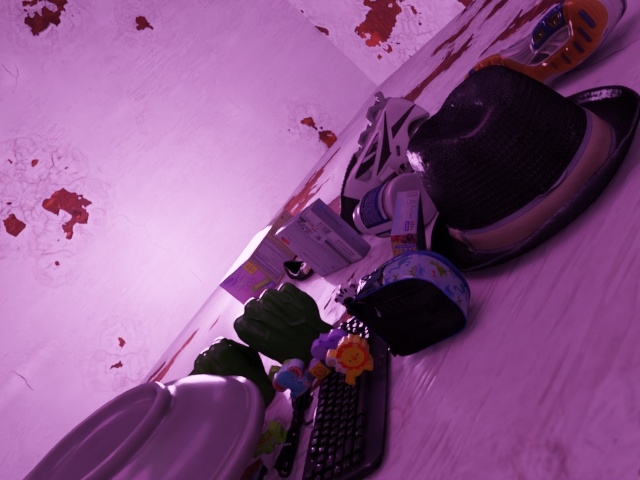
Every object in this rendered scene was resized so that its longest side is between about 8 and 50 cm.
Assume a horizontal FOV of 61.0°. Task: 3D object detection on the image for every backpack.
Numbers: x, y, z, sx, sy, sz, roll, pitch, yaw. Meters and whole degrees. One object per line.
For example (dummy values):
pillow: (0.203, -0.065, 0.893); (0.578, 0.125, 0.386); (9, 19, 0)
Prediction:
backpack: (0.106, 0.062, 0.605); (0.114, 0.105, 0.084); (-32, 21, 42)

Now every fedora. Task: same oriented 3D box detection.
fedora: (0.210, -0.117, 0.676); (0.334, 0.152, 0.334); (-46, 11, 12)

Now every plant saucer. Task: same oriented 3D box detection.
plant saucer: (-0.260, 0.288, 0.686); (0.401, 0.100, 0.400); (-31, 14, 9)

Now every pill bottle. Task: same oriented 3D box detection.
pill bottle: (0.123, -0.055, 0.965); (0.094, 0.094, 0.169); (-53, 12, -19)

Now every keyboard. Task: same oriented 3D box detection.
keyboard: (0.010, 0.205, 0.694); (0.201, 0.033, 0.317); (-45, 11, 22)

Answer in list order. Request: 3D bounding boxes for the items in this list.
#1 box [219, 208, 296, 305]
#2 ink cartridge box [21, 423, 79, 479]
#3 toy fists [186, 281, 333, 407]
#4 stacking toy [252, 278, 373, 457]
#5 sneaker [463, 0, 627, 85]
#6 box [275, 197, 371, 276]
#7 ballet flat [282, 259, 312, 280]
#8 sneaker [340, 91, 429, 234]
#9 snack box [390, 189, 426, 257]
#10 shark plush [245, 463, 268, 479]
box: (-0.174, 0.056, 1.712); (0.214, 0.117, 0.243); (-37, 15, 48)
ink cartridge box: (-0.426, 0.465, 0.997); (0.308, 0.129, 0.223); (-16, 24, 42)
toy fists: (-0.114, 0.192, 0.932); (0.279, 0.142, 0.096); (-47, 11, 8)
stacking toy: (-0.014, 0.163, 0.720); (0.221, 0.052, 0.167); (-45, 12, 20)
sneaker: (0.362, -0.296, 0.890); (0.131, 0.111, 0.296); (-35, 5, -27)
box: (0.000, 0.000, 1.134); (0.038, 0.145, 0.186); (-53, 10, -30)
ballet flat: (-0.057, 0.069, 1.375); (0.057, 0.049, 0.173); (-54, 12, -20)
sneaker: (0.142, -0.153, 1.183); (0.330, 0.146, 0.122); (-72, -18, 3)
snack box: (0.124, 0.003, 0.752); (0.037, 0.100, 0.141); (-5, 27, 16)
shark plush: (-0.123, 0.333, 0.680); (0.161, 0.067, 0.073); (-42, 13, 36)
